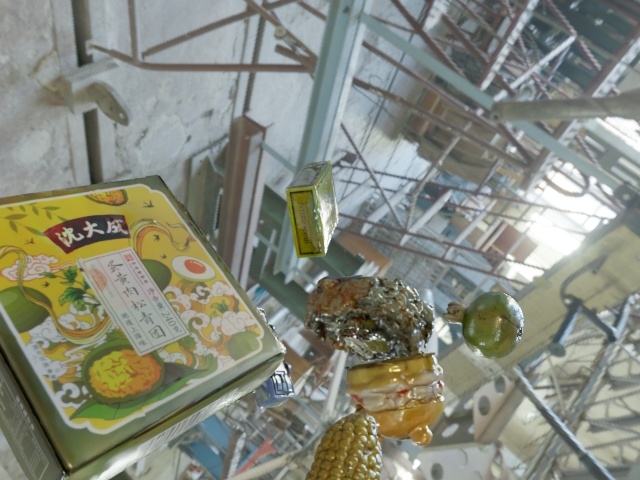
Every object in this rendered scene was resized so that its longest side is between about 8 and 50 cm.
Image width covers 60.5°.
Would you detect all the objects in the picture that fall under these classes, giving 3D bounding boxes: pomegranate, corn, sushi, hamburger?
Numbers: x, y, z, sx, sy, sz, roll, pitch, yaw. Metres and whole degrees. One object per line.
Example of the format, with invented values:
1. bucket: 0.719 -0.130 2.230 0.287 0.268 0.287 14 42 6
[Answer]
1. pomegranate: 0.444 0.235 1.494 0.210 0.179 0.179 -18 -177 29
2. corn: 0.010 0.389 0.737 0.119 0.119 0.322 107 1 -58
3. sushi: 0.158 0.265 1.747 0.417 0.417 0.176 111 1 -53
4. hamburger: 0.213 0.433 1.499 0.276 0.237 0.276 -9 167 -2

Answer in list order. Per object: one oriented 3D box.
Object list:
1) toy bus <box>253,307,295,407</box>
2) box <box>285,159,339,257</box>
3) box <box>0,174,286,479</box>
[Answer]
1. toy bus: -0.142 0.276 1.302 0.094 0.236 0.079 -40 148 22
2. box: -0.011 -0.070 1.111 0.220 0.064 0.141 -69 152 -69
3. box: -0.312 0.109 0.828 0.373 0.420 0.138 -19 156 -48
